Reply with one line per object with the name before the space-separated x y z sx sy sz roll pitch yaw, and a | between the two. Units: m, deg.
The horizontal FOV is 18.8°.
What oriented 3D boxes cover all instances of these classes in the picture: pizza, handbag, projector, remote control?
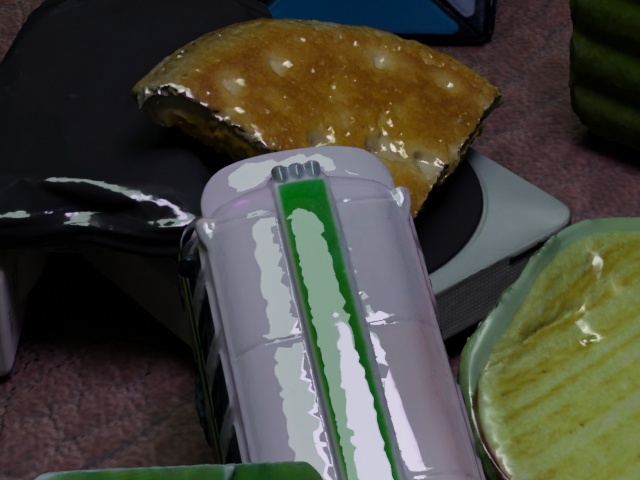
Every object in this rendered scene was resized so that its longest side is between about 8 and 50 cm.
pizza | 0.013 -0.066 1.281 0.292 0.058 0.197 -4 56 -33
handbag | -0.143 -0.085 1.340 0.192 0.075 0.332 4 36 6
projector | 0.000 0.000 1.342 0.257 0.079 0.259 -26 42 -29
remote control | -0.215 -0.005 1.354 0.049 0.090 0.230 2 35 0

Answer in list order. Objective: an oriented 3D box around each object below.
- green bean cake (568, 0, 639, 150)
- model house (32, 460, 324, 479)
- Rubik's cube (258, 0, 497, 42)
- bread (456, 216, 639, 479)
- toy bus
green bean cake | 0.312 -0.203 1.459 0.156 0.247 0.250 27 45 35
model house | -0.204 0.245 0.783 0.324 0.300 0.340 -5 -7 34
Rubik's cube | 0.037 -0.331 1.654 0.248 0.246 0.250 2 36 7
bread | 0.222 0.113 1.135 0.301 0.045 0.301 11 50 -13
toy bus | 0.006 0.096 1.070 0.143 0.179 0.305 -9 56 -6
